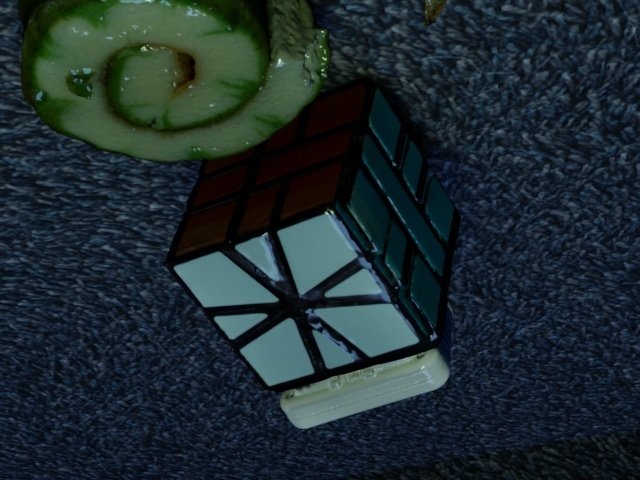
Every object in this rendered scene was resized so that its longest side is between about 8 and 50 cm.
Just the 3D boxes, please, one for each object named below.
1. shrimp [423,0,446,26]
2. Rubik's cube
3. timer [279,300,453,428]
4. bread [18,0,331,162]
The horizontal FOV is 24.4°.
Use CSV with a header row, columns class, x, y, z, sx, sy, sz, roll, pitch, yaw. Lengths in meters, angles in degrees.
class,x,y,z,sx,sy,sz,roll,pitch,yaw
shrimp,0.126,-0.312,1.862,0.091,0.025,0.127,-5,146,-5
Rubik's cube,0.000,0.000,2.031,0.293,0.283,0.288,-18,124,29
timer,0.062,0.159,2.103,0.253,0.178,0.078,-20,124,22
bread,-0.177,-0.233,1.826,0.381,0.129,0.366,-5,150,-5
